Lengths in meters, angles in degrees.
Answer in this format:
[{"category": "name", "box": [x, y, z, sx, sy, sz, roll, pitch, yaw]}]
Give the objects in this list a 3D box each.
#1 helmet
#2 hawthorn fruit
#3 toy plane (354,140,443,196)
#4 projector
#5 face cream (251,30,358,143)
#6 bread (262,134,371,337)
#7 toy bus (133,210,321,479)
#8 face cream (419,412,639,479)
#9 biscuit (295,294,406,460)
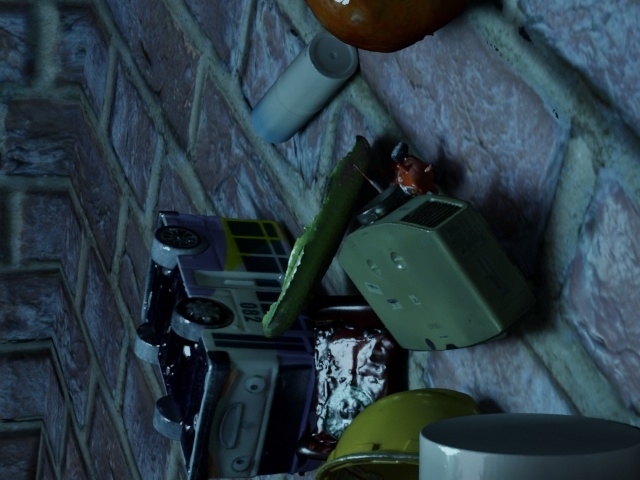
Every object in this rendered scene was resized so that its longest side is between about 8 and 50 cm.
[{"category": "helmet", "box": [0.122, 0.238, 1.802, 0.257, 0.205, 0.140, -15, 49, 40]}, {"category": "hawthorn fruit", "box": [0.074, -0.323, 1.854, 0.261, 0.224, 0.224, 88, 175, -73]}, {"category": "toy plane", "box": [0.111, -0.075, 1.945, 0.077, 0.126, 0.194, -54, -8, 8]}, {"category": "projector", "box": [0.124, 0.028, 1.787, 0.193, 0.088, 0.269, 54, 158, -7]}, {"category": "face cream", "box": [-0.026, -0.217, 2.263, 0.250, 0.077, 0.077, 142, 124, -62]}, {"category": "bread", "box": [0.001, -0.002, 2.061, 0.301, 0.045, 0.301, 25, -90, -86]}, {"category": "toy bus", "box": [-0.119, 0.150, 2.283, 0.440, 0.249, 0.209, -116, 35, -58]}, {"category": "face cream", "box": [0.203, 0.273, 1.511, 0.218, 0.218, 0.179, -170, 79, -68]}, {"category": "biscuit", "box": [0.045, 0.186, 2.049, 0.151, 0.063, 0.235, 4, 93, 27]}]
